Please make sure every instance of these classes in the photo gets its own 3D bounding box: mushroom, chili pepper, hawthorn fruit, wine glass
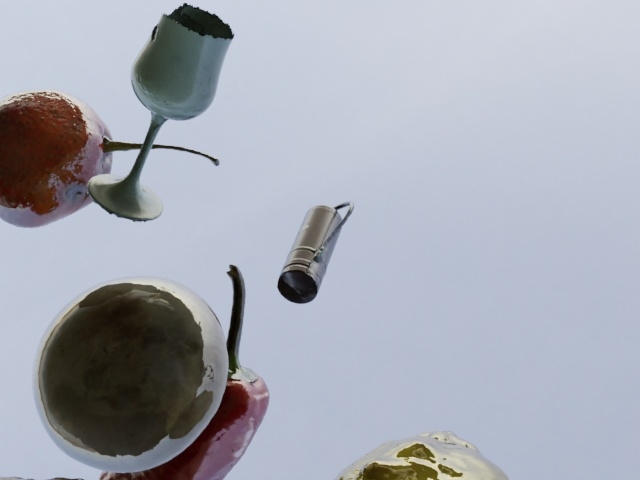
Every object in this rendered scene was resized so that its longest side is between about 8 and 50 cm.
[{"bbox_3d":[-0.210,0.148,1.095,0.226,0.178,0.226,-6,-111,17],"label":"mushroom"},{"bbox_3d":[-0.135,0.213,1.215,0.338,0.134,0.131,-55,-140,11],"label":"chili pepper"},{"bbox_3d":[-0.270,-0.111,1.161,0.285,0.165,0.165,-12,-118,-7],"label":"hawthorn fruit"},{"bbox_3d":[-0.145,-0.115,0.880,0.079,0.079,0.195,46,-59,32],"label":"wine glass"}]

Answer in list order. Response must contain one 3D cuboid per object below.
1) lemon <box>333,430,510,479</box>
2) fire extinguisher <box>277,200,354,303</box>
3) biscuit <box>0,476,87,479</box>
[{"bbox_3d":[0.099,0.353,0.998,0.316,0.285,0.285,-44,-124,-15],"label":"lemon"},{"bbox_3d":[0.000,0.000,1.027,0.078,0.045,0.157,-29,-158,30],"label":"fire extinguisher"},{"bbox_3d":[-0.282,0.390,0.886,0.395,0.166,0.342,4,-82,2],"label":"biscuit"}]
